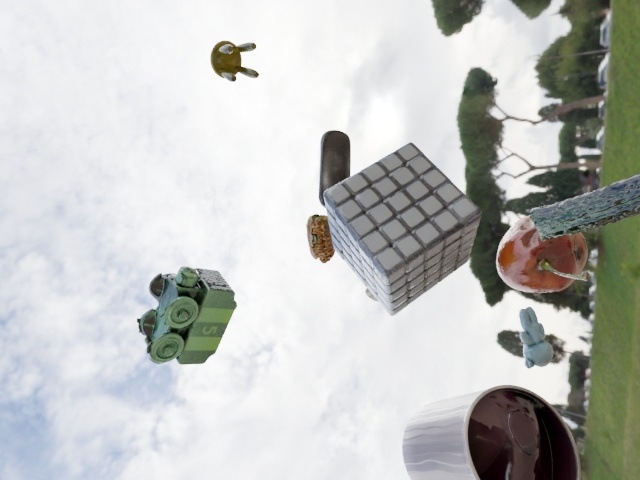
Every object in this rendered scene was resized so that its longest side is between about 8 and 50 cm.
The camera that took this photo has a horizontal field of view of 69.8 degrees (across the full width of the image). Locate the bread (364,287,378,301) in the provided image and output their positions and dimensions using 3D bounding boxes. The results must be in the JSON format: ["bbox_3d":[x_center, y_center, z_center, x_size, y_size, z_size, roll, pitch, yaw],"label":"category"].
[{"bbox_3d":[0.202,0.140,1.438,0.106,0.082,0.125,-47,-8,-27],"label":"bread"}]

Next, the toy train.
[{"bbox_3d":[-0.377,0.220,1.304,0.238,0.167,0.299,11,-69,-42],"label":"toy train"}]

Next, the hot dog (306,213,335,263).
[{"bbox_3d":[0.000,0.000,1.217,0.188,0.072,0.055,80,-171,-50],"label":"hot dog"}]

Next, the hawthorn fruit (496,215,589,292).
[{"bbox_3d":[0.403,0.044,0.822,0.285,0.165,0.166,-40,-52,-67],"label":"hawthorn fruit"}]

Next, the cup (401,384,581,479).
[{"bbox_3d":[0.330,0.402,0.869,0.288,0.273,0.209,10,-117,-15],"label":"cup"}]

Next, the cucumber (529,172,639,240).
[{"bbox_3d":[0.385,-0.045,0.635,0.058,0.187,0.058,9,-109,-28],"label":"cucumber"}]

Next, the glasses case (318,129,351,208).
[{"bbox_3d":[0.054,-0.270,1.744,0.075,0.121,0.315,114,158,-78],"label":"glasses case"}]

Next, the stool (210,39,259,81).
[{"bbox_3d":[-0.257,-0.539,1.376,0.134,0.110,0.135,35,-96,-49],"label":"stool"}]

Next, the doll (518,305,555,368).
[{"bbox_3d":[0.643,0.298,1.404,0.119,0.075,0.180,-10,-109,-21],"label":"doll"}]

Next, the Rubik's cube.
[{"bbox_3d":[0.171,-0.020,0.989,0.238,0.237,0.237,-33,-30,-9],"label":"Rubik's cube"}]
